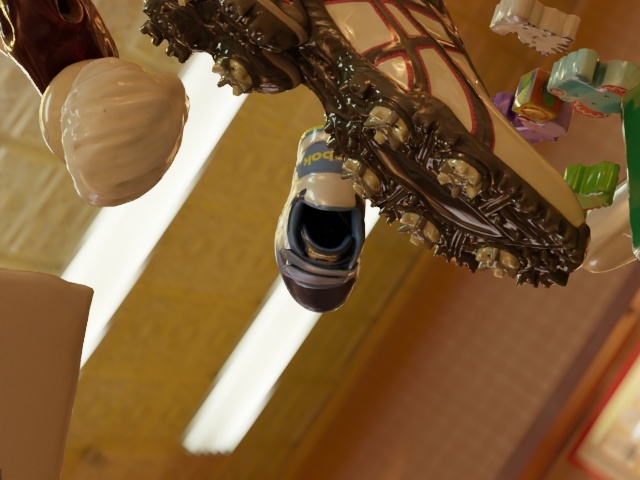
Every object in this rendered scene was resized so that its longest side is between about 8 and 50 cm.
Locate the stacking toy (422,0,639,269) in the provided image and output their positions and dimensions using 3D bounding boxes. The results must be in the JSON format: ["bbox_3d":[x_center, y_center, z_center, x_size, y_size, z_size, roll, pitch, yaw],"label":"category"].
[{"bbox_3d":[0.141,-0.078,1.104,0.221,0.052,0.167,-24,46,67],"label":"stacking toy"}]

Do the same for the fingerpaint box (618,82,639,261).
[{"bbox_3d":[0.424,-0.027,0.865,0.445,0.371,0.163,-35,23,25],"label":"fingerpaint box"}]

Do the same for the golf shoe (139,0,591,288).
[{"bbox_3d":[0.040,-0.090,0.964,0.120,0.273,0.105,-50,-2,-26],"label":"golf shoe"}]

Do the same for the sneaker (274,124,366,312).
[{"bbox_3d":[0.000,0.000,1.106,0.144,0.053,0.059,94,179,-49],"label":"sneaker"}]

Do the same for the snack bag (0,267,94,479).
[{"bbox_3d":[-0.254,0.149,0.678,0.342,0.037,0.323,12,-92,-38],"label":"snack bag"}]

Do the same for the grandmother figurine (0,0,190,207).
[{"bbox_3d":[-0.178,-0.135,1.231,0.104,0.342,0.208,-41,-45,4],"label":"grandmother figurine"}]

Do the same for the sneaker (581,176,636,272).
[{"bbox_3d":[0.284,-0.029,1.136,0.290,0.123,0.106,-28,-3,18],"label":"sneaker"}]
